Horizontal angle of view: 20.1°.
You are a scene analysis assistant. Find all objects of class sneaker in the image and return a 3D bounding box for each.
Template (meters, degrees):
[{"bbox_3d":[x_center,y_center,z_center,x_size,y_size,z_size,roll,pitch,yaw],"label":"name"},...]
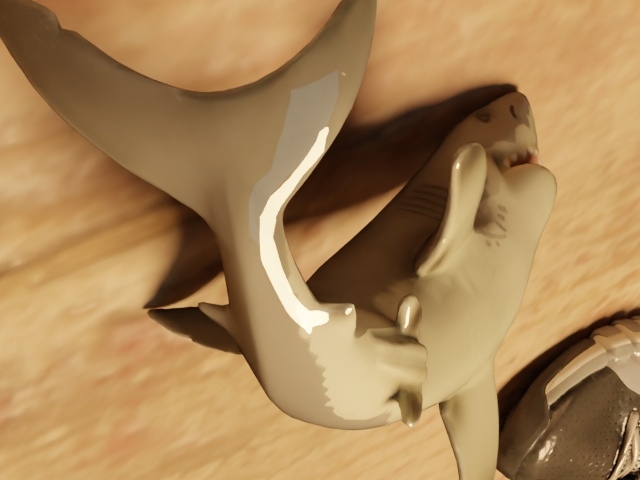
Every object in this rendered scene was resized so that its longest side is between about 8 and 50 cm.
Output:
[{"bbox_3d":[0.198,0.104,0.928,0.229,0.132,0.086,-16,141,-44],"label":"sneaker"}]

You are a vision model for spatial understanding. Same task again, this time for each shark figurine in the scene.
[{"bbox_3d":[-0.011,0.015,0.562,0.278,0.116,0.166,9,88,-67],"label":"shark figurine"}]
